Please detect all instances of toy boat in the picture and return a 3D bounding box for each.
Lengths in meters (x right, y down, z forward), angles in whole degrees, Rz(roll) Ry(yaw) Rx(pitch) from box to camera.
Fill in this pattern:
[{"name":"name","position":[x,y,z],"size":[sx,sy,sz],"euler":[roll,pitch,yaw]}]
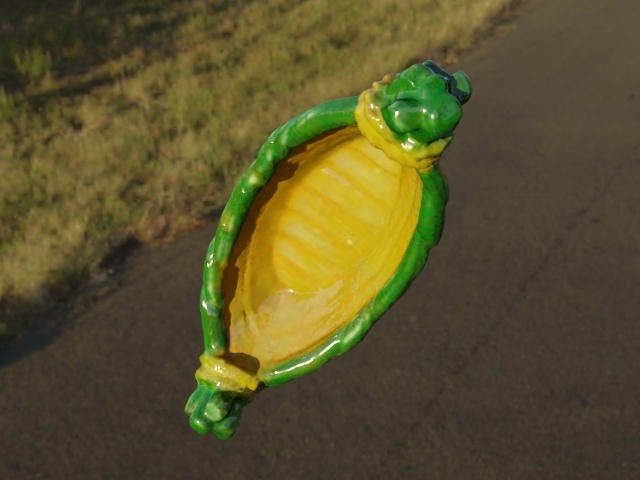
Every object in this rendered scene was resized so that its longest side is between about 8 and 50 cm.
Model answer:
[{"name":"toy boat","position":[0.000,0.000,0.454],"size":[0.089,0.229,0.088],"euler":[31,39,-2]}]
